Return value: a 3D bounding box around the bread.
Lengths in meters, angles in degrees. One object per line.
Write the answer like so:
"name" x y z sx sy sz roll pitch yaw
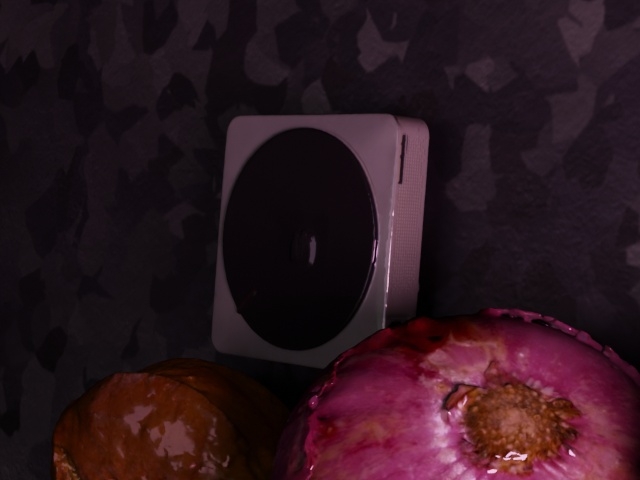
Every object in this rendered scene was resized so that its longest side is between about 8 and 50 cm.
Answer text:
"bread" -0.142 0.261 1.665 0.312 0.172 0.312 13 117 28

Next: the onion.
"onion" 0.128 0.245 1.322 0.358 0.358 0.345 36 120 41

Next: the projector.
"projector" 0.000 0.000 1.656 0.259 0.079 0.257 4 89 45
